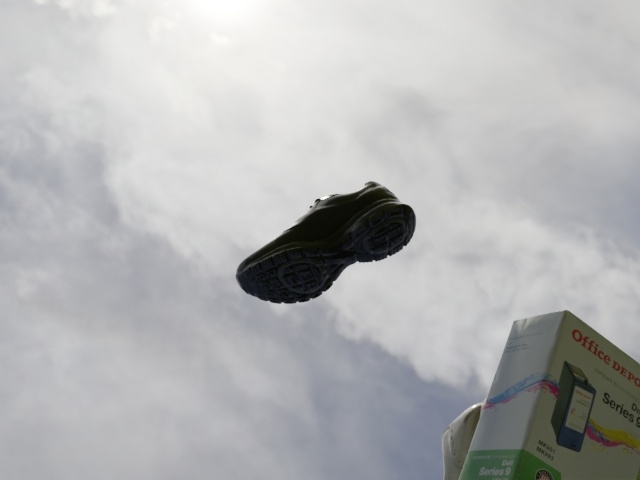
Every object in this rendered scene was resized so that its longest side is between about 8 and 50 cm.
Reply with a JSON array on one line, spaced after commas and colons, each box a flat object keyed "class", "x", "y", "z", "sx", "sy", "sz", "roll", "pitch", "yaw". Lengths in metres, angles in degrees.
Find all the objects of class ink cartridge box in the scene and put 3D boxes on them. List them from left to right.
[{"class": "ink cartridge box", "x": 0.251, "y": 0.203, "z": 1.006, "sx": 0.154, "sy": 0.093, "sz": 0.212, "roll": 36, "pitch": -120, "yaw": -20}]

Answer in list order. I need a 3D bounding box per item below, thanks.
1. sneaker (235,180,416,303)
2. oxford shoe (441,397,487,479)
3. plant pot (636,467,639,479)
[{"class": "sneaker", "x": 0.000, "y": 0.000, "z": 1.480, "sx": 0.286, "sy": 0.109, "sz": 0.130, "roll": -23, "pitch": -139, "yaw": -8}, {"class": "oxford shoe", "x": 0.216, "y": 0.370, "z": 1.106, "sx": 0.140, "sy": 0.146, "sz": 0.397, "roll": 27, "pitch": -135, "yaw": -27}, {"class": "plant pot", "x": 0.413, "y": 0.371, "z": 1.244, "sx": 0.274, "sy": 0.275, "sz": 0.293, "roll": 5, "pitch": -160, "yaw": -23}]
